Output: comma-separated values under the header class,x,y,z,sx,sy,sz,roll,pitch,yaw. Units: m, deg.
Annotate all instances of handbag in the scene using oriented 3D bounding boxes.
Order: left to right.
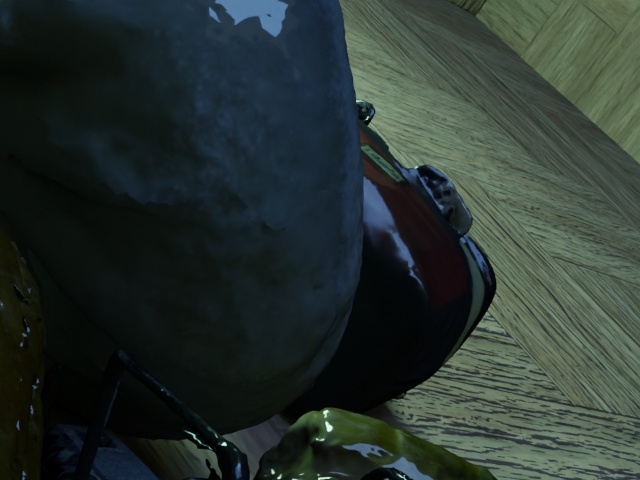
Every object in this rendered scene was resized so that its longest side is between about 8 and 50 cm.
class,x,y,z,sx,sy,sz,roll,pitch,yaw
handbag,0.000,0.000,1.088,0.254,0.181,0.181,43,21,14

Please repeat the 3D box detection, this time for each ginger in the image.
class,x,y,z,sx,sy,sz,roll,pitch,yaw
ginger,0.081,0.189,0.864,0.263,0.109,0.116,36,0,-2

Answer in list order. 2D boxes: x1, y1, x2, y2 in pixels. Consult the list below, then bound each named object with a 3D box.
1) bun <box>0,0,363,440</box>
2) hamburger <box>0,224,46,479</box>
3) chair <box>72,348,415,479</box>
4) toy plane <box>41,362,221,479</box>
class,x,y,z,sx,sy,sz,roll,pitch,yaw
bun,-0.112,-0.044,0.806,0.194,0.354,0.354,-14,42,-22
hamburger,-0.218,0.047,0.525,0.265,0.134,0.285,28,35,-40
chair,-0.048,0.177,0.543,0.140,0.221,0.145,27,-1,-24
toy plane,-0.114,0.116,0.714,0.192,0.088,0.262,12,28,-44
